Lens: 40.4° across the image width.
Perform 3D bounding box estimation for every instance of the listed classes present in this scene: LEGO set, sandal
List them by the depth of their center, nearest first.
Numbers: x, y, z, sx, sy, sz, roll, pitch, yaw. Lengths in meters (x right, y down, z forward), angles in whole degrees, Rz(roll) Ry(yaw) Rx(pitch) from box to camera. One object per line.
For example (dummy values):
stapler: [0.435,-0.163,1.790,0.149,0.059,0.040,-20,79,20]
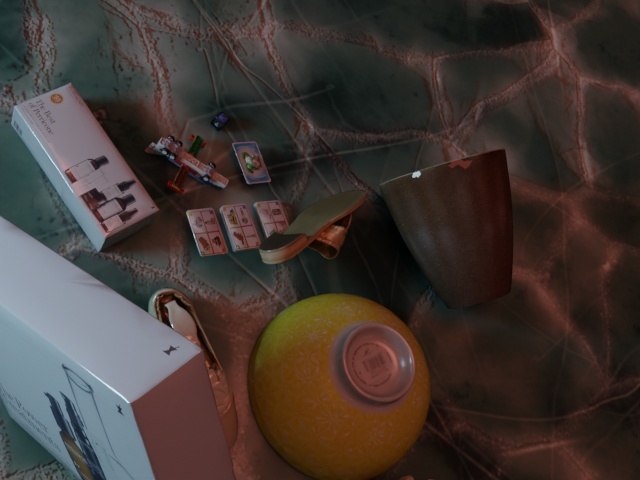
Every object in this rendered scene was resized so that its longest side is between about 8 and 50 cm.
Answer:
LEGO set: [-0.163,-0.089,1.384,0.182,0.060,0.244,-10,73,-41]
sandal: [-0.005,0.000,1.394,0.240,0.088,0.079,-35,119,-43]

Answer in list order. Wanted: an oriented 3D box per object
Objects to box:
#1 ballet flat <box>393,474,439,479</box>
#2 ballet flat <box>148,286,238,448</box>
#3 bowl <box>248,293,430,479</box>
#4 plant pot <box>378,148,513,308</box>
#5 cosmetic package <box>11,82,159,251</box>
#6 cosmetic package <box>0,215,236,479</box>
ballet flat: [0.148,0.385,1.294,0.213,0.072,0.068,14,35,-19]
ballet flat: [-0.177,0.176,1.221,0.086,0.086,0.248,-20,77,-30]
bowl: [0.054,0.198,1.274,0.290,0.156,0.289,10,64,-21]
plant pot: [0.230,-0.011,1.440,0.215,0.215,0.230,-15,90,-29]
cosmetic package: [-0.347,-0.110,1.285,0.099,0.060,0.239,-32,83,-33]
cosmetic package: [-0.257,0.164,0.968,0.377,0.284,0.097,25,46,36]
